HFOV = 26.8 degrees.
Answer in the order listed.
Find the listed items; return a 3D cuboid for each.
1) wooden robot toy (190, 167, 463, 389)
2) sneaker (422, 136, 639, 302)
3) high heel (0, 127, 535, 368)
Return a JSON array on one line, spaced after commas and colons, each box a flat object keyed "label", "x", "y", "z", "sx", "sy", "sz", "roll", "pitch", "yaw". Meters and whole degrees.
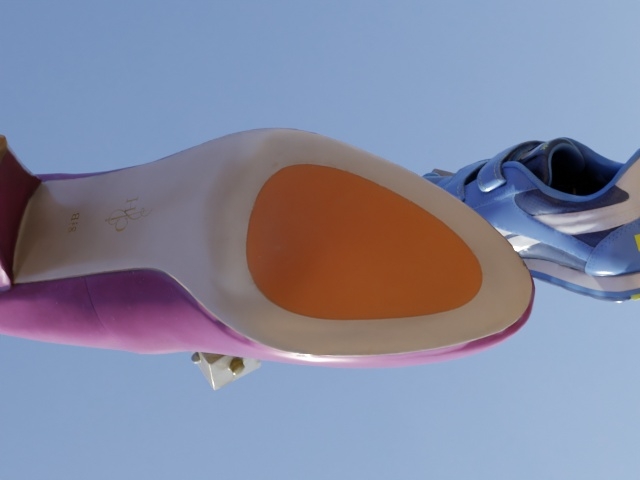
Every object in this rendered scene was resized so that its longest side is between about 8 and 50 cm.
[{"label": "wooden robot toy", "x": 0.000, "y": 0.000, "z": 0.680, "sx": 0.079, "sy": 0.173, "sz": 0.076, "roll": 51, "pitch": 176, "yaw": 31}, {"label": "sneaker", "x": 0.082, "y": -0.017, "z": 0.554, "sx": 0.053, "sy": 0.144, "sz": 0.059, "roll": -43, "pitch": -52, "yaw": -42}, {"label": "high heel", "x": -0.041, "y": 0.018, "z": 0.502, "sx": 0.117, "sy": 0.244, "sz": 0.082, "roll": 68, "pitch": -151, "yaw": -63}]
